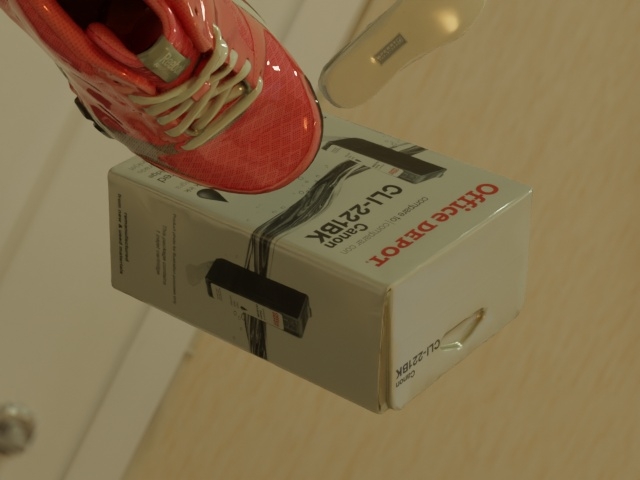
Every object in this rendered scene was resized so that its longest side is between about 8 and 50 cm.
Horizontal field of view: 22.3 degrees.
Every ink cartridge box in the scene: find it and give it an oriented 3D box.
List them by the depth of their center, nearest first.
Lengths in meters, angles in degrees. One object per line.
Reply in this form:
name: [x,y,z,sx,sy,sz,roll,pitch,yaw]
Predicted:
ink cartridge box: [0.000,0.000,1.254,0.273,0.114,0.197,23,37,31]

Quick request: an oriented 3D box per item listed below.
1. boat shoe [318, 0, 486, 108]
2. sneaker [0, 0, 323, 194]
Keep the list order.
boat shoe: [0.074,-0.190,1.513,0.066,0.184,0.063,47,-3,-21]
sneaker: [-0.096,-0.102,0.866,0.314,0.116,0.136,42,6,-41]
